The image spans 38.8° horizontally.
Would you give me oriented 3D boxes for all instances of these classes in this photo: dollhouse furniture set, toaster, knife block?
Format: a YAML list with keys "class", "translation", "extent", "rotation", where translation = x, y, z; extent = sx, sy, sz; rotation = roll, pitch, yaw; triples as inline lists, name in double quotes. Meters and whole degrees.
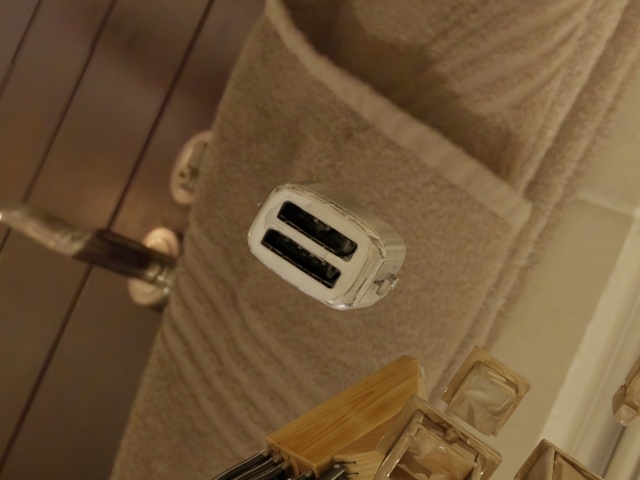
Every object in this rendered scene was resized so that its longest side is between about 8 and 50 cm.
- class: "dollhouse furniture set"
  translation: [0.259, 0.090, 0.633]
  extent: [0.303, 0.356, 0.174]
  rotation: [34, -164, 9]
- class: "toaster"
  translation: [0.000, 0.000, 1.196]
  extent: [0.227, 0.129, 0.146]
  rotation: [34, -172, 9]
- class: "knife block"
  translation: [-0.002, 0.237, 0.982]
  extent: [0.241, 0.088, 0.276]
  rotation: [-9, -161, 10]
